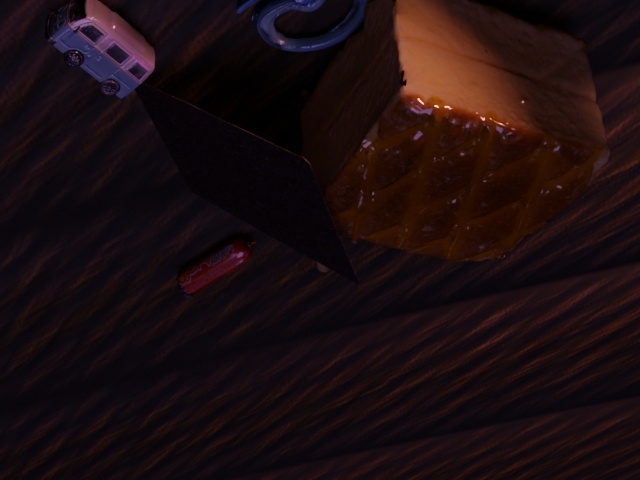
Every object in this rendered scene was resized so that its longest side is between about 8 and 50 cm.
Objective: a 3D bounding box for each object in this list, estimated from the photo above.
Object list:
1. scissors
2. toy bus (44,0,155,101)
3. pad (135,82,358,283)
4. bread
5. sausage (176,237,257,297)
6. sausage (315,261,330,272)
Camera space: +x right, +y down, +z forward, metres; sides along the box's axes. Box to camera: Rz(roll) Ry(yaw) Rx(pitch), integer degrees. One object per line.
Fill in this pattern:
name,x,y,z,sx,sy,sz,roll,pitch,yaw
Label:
scissors,0.082,-0.327,1.074,0.393,0.032,0.180,-18,136,15
toy bus,-0.256,-0.231,1.135,0.075,0.060,0.123,-32,133,22
pad,-0.096,-0.077,1.182,0.004,0.330,0.220,-46,140,-20
bread,0.146,-0.126,1.147,0.279,0.207,0.279,15,142,-23
sausage,-0.151,0.035,1.442,0.145,0.050,0.048,-30,90,26
sausage,0.000,0.000,1.432,0.024,0.024,0.132,-5,138,1
